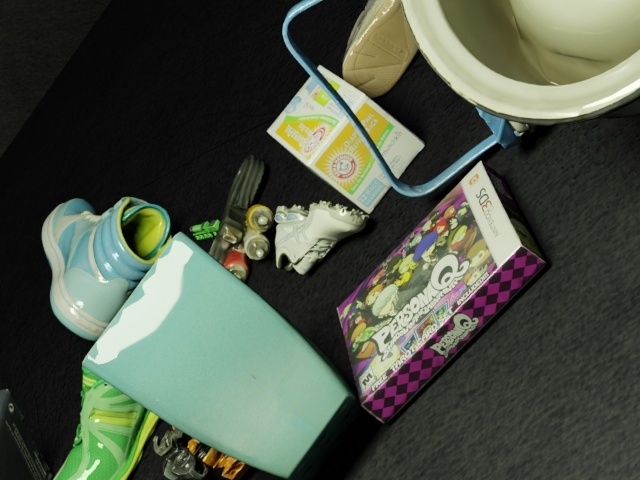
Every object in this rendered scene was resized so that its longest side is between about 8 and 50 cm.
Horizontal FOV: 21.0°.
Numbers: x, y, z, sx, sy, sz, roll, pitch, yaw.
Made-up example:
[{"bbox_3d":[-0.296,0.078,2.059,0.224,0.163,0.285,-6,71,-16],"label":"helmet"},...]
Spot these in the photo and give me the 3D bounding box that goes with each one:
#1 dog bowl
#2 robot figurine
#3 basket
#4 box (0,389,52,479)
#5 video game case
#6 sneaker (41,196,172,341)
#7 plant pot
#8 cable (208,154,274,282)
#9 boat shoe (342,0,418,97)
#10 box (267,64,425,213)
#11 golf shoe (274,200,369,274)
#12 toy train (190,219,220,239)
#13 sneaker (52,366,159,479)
[{"bbox_3d":[0.263,-0.294,1.554,0.408,0.150,0.408,-9,77,43],"label":"dog bowl"},{"bbox_3d":[-0.104,0.168,1.960,0.211,0.085,0.291,-50,22,7],"label":"robot figurine"},{"bbox_3d":[0.137,-0.211,1.838,0.289,0.255,0.201,-32,21,21],"label":"basket"},{"bbox_3d":[-0.534,0.366,2.219,0.296,0.183,0.294,-10,37,11],"label":"box"},{"bbox_3d":[0.117,0.049,1.762,0.232,0.042,0.210,-46,22,15],"label":"video game case"},{"bbox_3d":[-0.308,-0.009,2.577,0.208,0.127,0.319,-47,32,18],"label":"sneaker"},{"bbox_3d":[-0.082,0.138,1.752,0.165,0.234,0.166,-54,-15,-3],"label":"plant pot"},{"bbox_3d":[-0.102,-0.017,2.311,0.287,0.072,0.139,-82,18,-71],"label":"cable"},{"bbox_3d":[0.118,-0.317,2.235,0.285,0.103,0.092,-55,26,9],"label":"boat shoe"},{"bbox_3d":[0.028,-0.126,2.116,0.114,0.103,0.203,-52,22,2],"label":"box"},{"bbox_3d":[0.000,0.000,2.063,0.176,0.069,0.086,-9,67,63],"label":"golf shoe"},{"bbox_3d":[-0.159,-0.016,2.421,0.083,0.024,0.017,-11,46,58],"label":"toy train"},{"bbox_3d":[-0.263,0.210,2.155,0.295,0.123,0.109,-58,23,-11],"label":"sneaker"}]
